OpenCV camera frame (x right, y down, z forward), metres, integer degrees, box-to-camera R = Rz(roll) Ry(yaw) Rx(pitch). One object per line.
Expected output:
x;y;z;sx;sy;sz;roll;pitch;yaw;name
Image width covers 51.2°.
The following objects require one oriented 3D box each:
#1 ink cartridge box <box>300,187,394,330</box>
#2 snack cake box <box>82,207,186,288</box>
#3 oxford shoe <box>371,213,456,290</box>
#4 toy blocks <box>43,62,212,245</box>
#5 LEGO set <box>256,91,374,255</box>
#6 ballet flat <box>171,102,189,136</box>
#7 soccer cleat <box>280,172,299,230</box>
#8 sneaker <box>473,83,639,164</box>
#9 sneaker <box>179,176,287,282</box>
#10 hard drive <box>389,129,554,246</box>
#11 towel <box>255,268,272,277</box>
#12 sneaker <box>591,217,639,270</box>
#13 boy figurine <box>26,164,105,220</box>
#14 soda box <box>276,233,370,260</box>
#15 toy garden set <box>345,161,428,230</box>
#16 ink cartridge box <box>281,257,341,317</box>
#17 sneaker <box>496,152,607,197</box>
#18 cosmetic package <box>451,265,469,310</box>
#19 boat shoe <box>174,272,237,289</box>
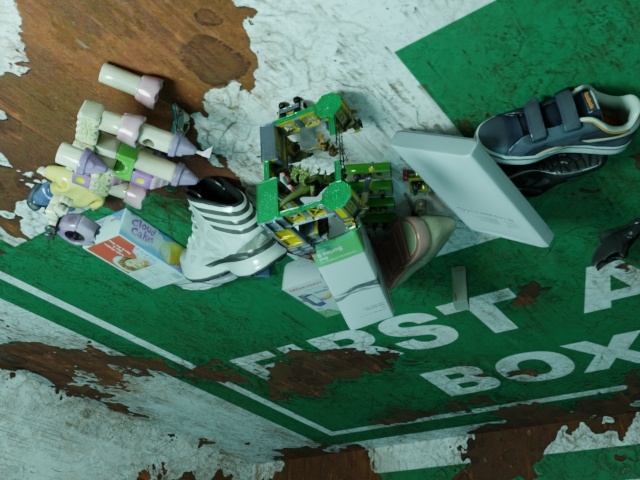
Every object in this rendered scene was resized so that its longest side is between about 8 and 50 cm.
0.065;0.040;1.602;0.121;0.211;0.289;-21;125;8;ink cartridge box
-0.510;0.030;1.886;0.152;0.089;0.264;-16;141;32;snack cake box
0.229;0.043;1.768;0.146;0.140;0.397;-13;167;-22;oxford shoe
-0.385;-0.145;1.398;0.260;0.309;0.288;21;145;-12;toy blocks
-0.001;-0.122;1.393;0.255;0.331;0.192;-24;147;17;LEGO set
-0.307;-0.262;1.465;0.041;0.041;0.114;10;147;-7;ballet flat
-0.090;-0.093;1.614;0.076;0.068;0.196;-22;120;5;soccer cleat
0.468;-0.236;1.316;0.321;0.126;0.127;-6;151;-2;sneaker
-0.275;-0.041;1.731;0.447;0.169;0.257;-8;113;53;sneaker
0.332;-0.111;1.456;0.353;0.047;0.233;38;168;-37;hard drive
-0.183;0.068;1.955;0.067;0.029;0.119;1;147;6;towel
0.763;0.009;1.679;0.170;0.089;0.051;-25;137;38;sneaker
-0.606;-0.136;1.644;0.285;0.092;0.177;-21;139;33;boy figurine
0.000;0.000;1.766;0.263;0.092;0.083;19;142;-19;soda box
0.174;-0.095;1.637;0.203;0.049;0.244;-2;146;11;toy garden set
0.013;0.133;1.971;0.154;0.093;0.212;-20;138;34;ink cartridge box
0.486;-0.156;1.468;0.283;0.107;0.124;-6;151;33;sneaker
0.398;0.135;1.899;0.041;0.115;0.060;-6;145;17;cosmetic package
-0.332;0.103;1.971;0.267;0.096;0.088;-11;148;25;boat shoe
